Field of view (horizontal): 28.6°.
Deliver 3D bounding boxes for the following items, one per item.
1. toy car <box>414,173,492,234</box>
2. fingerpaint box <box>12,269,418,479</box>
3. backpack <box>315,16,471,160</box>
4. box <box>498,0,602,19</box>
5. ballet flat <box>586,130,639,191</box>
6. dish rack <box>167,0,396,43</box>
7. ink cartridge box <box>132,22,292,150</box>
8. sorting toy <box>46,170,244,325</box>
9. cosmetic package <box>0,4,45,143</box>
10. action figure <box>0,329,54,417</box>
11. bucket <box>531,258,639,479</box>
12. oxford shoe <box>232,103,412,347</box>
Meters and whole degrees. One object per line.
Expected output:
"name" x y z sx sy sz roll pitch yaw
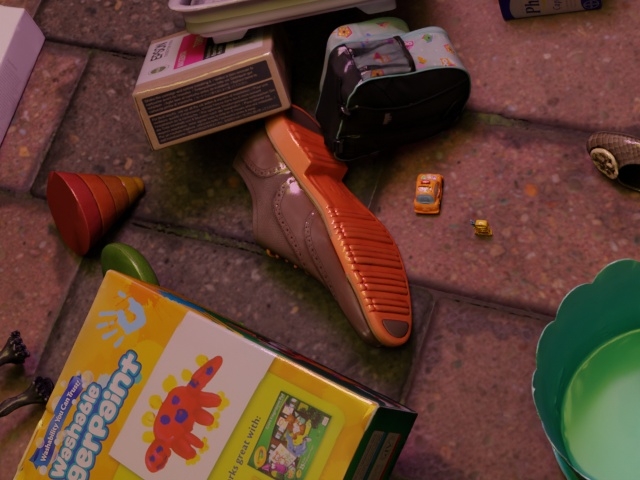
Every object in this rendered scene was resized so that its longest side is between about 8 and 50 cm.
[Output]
"toy car" 0.171 -0.054 1.614 0.122 0.040 0.060 20 73 23
"fingerpaint box" -0.156 0.313 1.424 0.371 0.163 0.445 23 89 24
"backpack" 0.094 -0.201 1.629 0.188 0.166 0.144 -8 54 -15
"box" 0.301 -0.361 1.669 0.137 0.126 0.072 -5 67 14
"ballet flat" 0.431 -0.060 1.526 0.250 0.084 0.058 30 76 19
"dish rack" -0.025 -0.349 1.680 0.332 0.072 0.285 -10 28 7
"ink cartridge box" -0.139 -0.226 1.688 0.193 0.088 0.235 -16 26 7
"sorting toy" -0.223 0.026 1.674 0.126 0.127 0.365 -26 61 -31
"cosmetic package" -0.510 -0.234 1.865 0.117 0.085 0.231 11 68 20
"action figure" -0.493 0.223 1.621 0.275 0.141 0.164 -31 73 -1
"bucket" 0.371 0.174 1.375 0.281 0.183 0.281 -6 64 13
"oxford shoe" 0.000 0.000 1.613 0.132 0.130 0.364 -40 60 24
